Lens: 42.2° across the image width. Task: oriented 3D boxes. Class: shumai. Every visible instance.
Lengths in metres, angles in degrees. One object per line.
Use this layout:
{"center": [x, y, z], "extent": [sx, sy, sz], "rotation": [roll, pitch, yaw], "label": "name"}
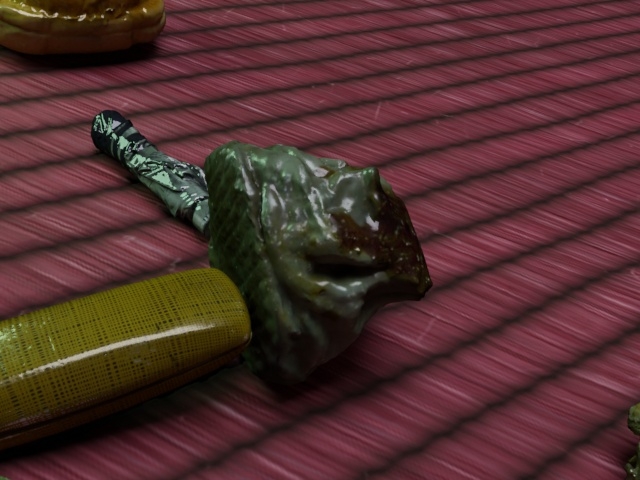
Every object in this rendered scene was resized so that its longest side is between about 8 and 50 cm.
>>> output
{"center": [-0.003, -0.004, 0.608], "extent": [0.142, 0.184, 0.184], "rotation": [-10, 40, -21], "label": "shumai"}

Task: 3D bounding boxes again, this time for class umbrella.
{"center": [-0.149, -0.068, 0.771], "extent": [0.188, 0.046, 0.050], "rotation": [38, 85, 32], "label": "umbrella"}

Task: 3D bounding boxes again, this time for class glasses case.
{"center": [-0.157, 0.078, 0.526], "extent": [0.234, 0.064, 0.079], "rotation": [-17, 50, -18], "label": "glasses case"}

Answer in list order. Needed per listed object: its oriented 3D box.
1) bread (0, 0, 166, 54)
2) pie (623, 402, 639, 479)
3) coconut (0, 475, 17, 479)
{"center": [-0.304, -0.299, 0.990], "extent": [0.236, 0.120, 0.198], "rotation": [-12, 43, -31], "label": "bread"}
{"center": [0.311, 0.164, 0.556], "extent": [0.248, 0.090, 0.201], "rotation": [-7, 28, -26], "label": "pie"}
{"center": [-0.135, 0.121, 0.299], "extent": [0.083, 0.082, 0.081], "rotation": [26, 20, -17], "label": "coconut"}
